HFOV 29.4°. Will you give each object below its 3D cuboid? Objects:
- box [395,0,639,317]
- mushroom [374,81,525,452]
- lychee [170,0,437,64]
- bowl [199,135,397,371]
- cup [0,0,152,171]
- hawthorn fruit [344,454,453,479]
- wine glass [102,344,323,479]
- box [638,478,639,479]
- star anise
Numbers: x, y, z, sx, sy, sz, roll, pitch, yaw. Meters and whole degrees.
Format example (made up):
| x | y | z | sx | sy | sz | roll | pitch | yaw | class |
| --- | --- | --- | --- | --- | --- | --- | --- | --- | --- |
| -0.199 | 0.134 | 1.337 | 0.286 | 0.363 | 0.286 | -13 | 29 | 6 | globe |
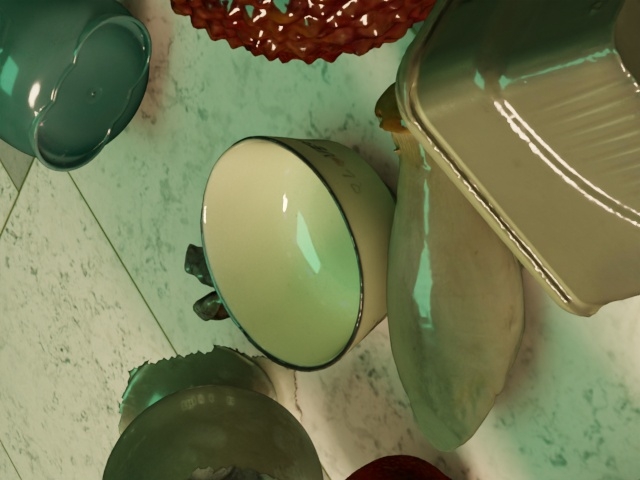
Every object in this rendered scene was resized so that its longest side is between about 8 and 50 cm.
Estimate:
| x | y | z | sx | sy | sz | roll | pitch | yaw | class |
| --- | --- | --- | --- | --- | --- | --- | --- | --- | --- |
| 0.203 | -0.077 | 0.882 | 0.178 | 0.138 | 0.274 | -14 | 128 | 47 | box |
| 0.114 | 0.025 | 1.102 | 0.128 | 0.128 | 0.350 | 3 | 105 | 49 | mushroom |
| 0.000 | -0.278 | 1.016 | 0.264 | 0.300 | 0.264 | 56 | 179 | 1 | lychee |
| 0.000 | 0.000 | 1.219 | 0.238 | 0.126 | 0.238 | 24 | 123 | 43 | bowl |
| -0.324 | -0.253 | 1.444 | 0.257 | 0.219 | 0.290 | 36 | 99 | 34 | cup |
| 0.084 | 0.305 | 1.244 | 0.173 | 0.173 | 0.179 | 49 | 166 | 24 | hawthorn fruit |
| -0.109 | 0.246 | 1.264 | 0.323 | 0.238 | 0.238 | -117 | 21 | -70 | wine glass |
| 0.189 | 0.336 | 0.993 | 0.089 | 0.313 | 0.197 | 37 | 132 | 39 | box |
| -0.092 | 0.043 | 1.397 | 0.208 | 0.063 | 0.172 | 22 | 120 | 43 | star anise |
